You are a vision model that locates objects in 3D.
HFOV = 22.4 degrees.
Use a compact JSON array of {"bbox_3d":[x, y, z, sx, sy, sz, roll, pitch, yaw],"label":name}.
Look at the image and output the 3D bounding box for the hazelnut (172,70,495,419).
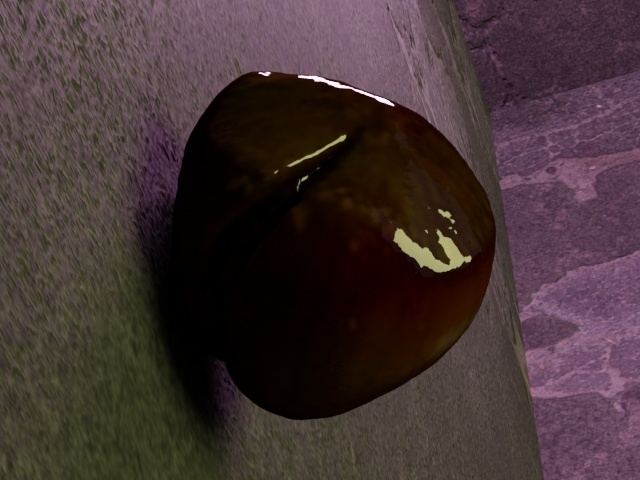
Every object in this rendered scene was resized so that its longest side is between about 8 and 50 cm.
[{"bbox_3d":[0.000,0.000,0.893,0.204,0.178,0.178,45,-8,34],"label":"hazelnut"}]
